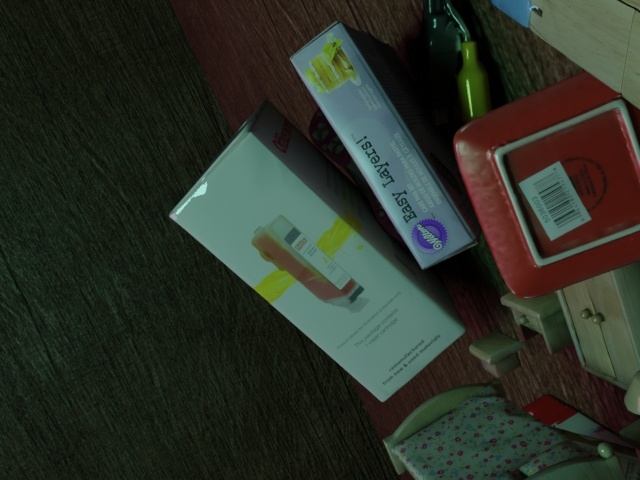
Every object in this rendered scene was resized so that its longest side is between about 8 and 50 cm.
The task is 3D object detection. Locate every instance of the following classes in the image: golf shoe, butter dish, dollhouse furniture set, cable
[{"bbox_3d":[0.111,-0.090,0.994,0.306,0.115,0.140,54,-169,25],"label":"golf shoe"},{"bbox_3d":[0.206,-0.056,0.578,0.118,0.160,0.160,-70,-43,-74],"label":"butter dish"},{"bbox_3d":[0.144,0.125,0.648,0.174,0.355,0.303,67,168,-15],"label":"dollhouse furniture set"},{"bbox_3d":[0.138,-0.239,0.691,0.139,0.072,0.287,-104,8,-58],"label":"cable"}]

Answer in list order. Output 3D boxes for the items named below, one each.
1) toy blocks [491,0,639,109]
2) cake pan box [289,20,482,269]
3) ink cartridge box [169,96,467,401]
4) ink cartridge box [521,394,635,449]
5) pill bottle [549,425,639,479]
[{"bbox_3d":[0.173,-0.217,0.296,0.261,0.191,0.381,-115,11,-48],"label":"toy blocks"},{"bbox_3d":[0.094,-0.110,0.747,0.246,0.070,0.267,59,-160,-2],"label":"cake pan box"},{"bbox_3d":[0.000,0.000,0.973,0.385,0.160,0.279,43,-166,-13],"label":"ink cartridge box"},{"bbox_3d":[0.309,0.293,0.840,0.078,0.134,0.231,66,168,-17],"label":"ink cartridge box"},{"bbox_3d":[0.295,0.266,0.648,0.229,0.131,0.131,10,136,29],"label":"pill bottle"}]
